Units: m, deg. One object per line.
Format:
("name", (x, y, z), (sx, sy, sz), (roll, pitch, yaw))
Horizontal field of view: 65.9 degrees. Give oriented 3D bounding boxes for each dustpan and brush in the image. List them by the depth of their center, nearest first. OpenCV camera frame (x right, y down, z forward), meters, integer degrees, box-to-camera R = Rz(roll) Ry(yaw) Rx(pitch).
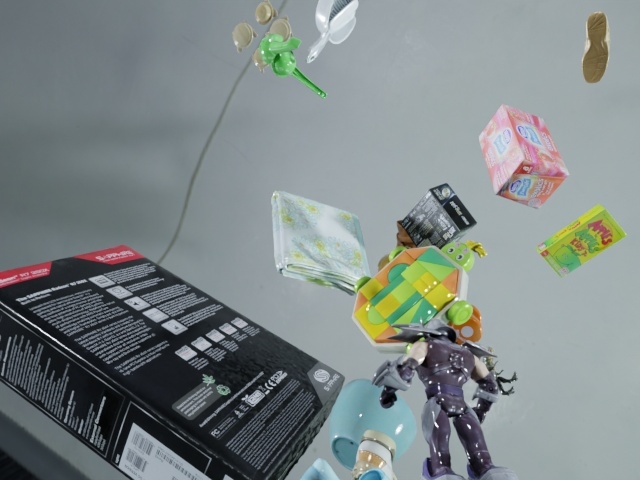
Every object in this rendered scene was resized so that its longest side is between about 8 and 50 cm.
("dustpan and brush", (0.022, -0.441, 1.001), (0.060, 0.147, 0.211), (36, 76, 22))

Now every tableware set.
("tableware set", (-0.153, -0.541, 1.298), (0.168, 0.020, 0.141), (-38, 82, 28))

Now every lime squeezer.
("lime squeezer", (-0.056, -0.353, 0.964), (0.110, 0.310, 0.059), (13, 91, 9))

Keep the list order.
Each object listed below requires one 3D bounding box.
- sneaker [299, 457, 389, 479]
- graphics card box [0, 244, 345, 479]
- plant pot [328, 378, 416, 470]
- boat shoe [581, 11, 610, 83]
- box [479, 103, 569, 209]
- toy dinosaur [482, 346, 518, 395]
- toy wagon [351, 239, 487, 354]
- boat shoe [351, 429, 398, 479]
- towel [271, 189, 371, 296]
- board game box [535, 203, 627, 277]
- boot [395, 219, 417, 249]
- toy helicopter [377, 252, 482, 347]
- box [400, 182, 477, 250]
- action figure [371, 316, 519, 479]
("sneaker", (0.114, 0.496, 0.866), (0.366, 0.135, 0.150), (33, 76, -22))
("graphics card box", (-0.177, 0.139, 0.565), (0.371, 0.233, 0.094), (26, 106, 15))
("plant pot", (0.141, 0.629, 1.604), (0.290, 0.195, 0.290), (14, 118, 28))
("boat shoe", (0.704, -0.489, 1.252), (0.063, 0.059, 0.170), (12, 118, 36))
("box", (0.598, -0.258, 1.483), (0.154, 0.300, 0.142), (17, 134, -10))
("toy dinosaur", (0.598, 0.484, 1.673), (0.118, 0.268, 0.064), (-8, 128, 32))
("toy wagon", (0.233, 0.107, 1.154), (0.344, 0.068, 0.267), (-42, 39, 0))
("boat shoe", (0.116, 0.563, 1.140), (0.113, 0.103, 0.302), (10, 131, 25))
("towel", (0.000, 0.000, 1.629), (0.320, 0.374, 0.090), (19, 128, -25))
("board game box", (0.648, 0.003, 1.235), (0.181, 0.043, 0.092), (-40, 100, 21))
("boot", (0.345, 0.052, 1.628), (0.109, 0.283, 0.220), (-12, 108, -22))
("toy helicopter", (0.282, 0.193, 1.424), (0.235, 0.140, 0.355), (-41, 86, 19))
("box", (0.333, -0.050, 1.412), (0.147, 0.077, 0.180), (58, 147, 19))
("action figure", (0.157, 0.214, 0.615), (0.185, 0.285, 0.099), (11, 136, -11))
